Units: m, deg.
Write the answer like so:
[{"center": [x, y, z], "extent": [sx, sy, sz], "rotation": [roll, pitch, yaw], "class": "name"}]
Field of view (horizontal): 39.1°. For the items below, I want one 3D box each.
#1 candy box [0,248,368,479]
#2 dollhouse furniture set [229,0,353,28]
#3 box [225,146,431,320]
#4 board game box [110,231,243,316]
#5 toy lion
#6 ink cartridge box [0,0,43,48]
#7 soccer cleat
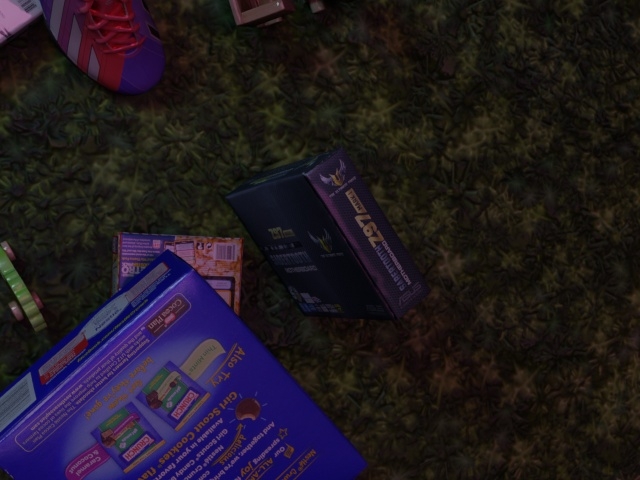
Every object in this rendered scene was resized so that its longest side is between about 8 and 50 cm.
[{"center": [-0.150, 0.215, 0.970], "extent": [0.268, 0.122, 0.317], "rotation": [-42, 113, -8], "class": "candy box"}, {"center": [-0.026, -0.330, 1.047], "extent": [0.151, 0.144, 0.123], "rotation": [-16, 97, 16], "class": "dollhouse furniture set"}, {"center": [0.000, 0.000, 1.010], "extent": [0.059, 0.233, 0.183], "rotation": [-37, 104, -24], "class": "box"}, {"center": [-0.168, 0.089, 1.043], "extent": [0.147, 0.045, 0.193], "rotation": [4, 89, -22], "class": "board game box"}, {"center": [-0.321, 0.050, 0.955], "extent": [0.034, 0.096, 0.100], "rotation": [-30, 100, -19], "class": "toy lion"}, {"center": [-0.357, -0.257, 0.960], "extent": [0.135, 0.056, 0.099], "rotation": [-42, 105, -17], "class": "ink cartridge box"}, {"center": [-0.233, -0.260, 0.914], "extent": [0.109, 0.116, 0.318], "rotation": [-42, 139, -17], "class": "soccer cleat"}]
